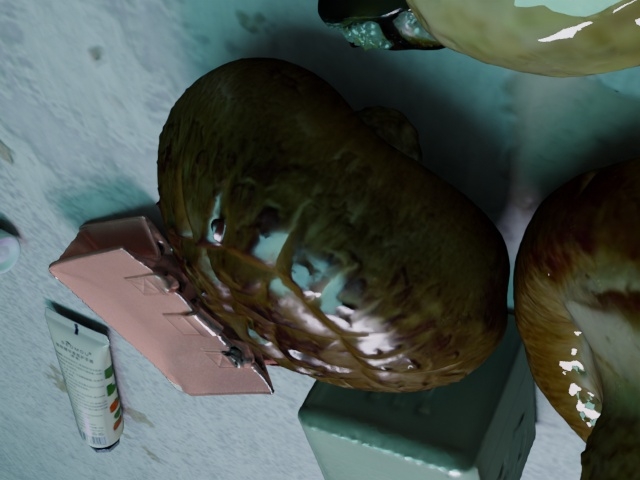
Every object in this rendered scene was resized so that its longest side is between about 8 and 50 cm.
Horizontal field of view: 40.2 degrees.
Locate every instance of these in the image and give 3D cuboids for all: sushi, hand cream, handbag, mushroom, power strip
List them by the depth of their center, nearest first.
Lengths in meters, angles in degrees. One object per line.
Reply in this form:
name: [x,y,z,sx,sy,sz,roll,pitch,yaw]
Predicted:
mushroom: [0.205,0.072,0.463,0.267,0.254,0.267,13,113,33]
sushi: [0.043,-0.126,0.476,0.083,0.044,0.046,4,159,38]
mushroom: [0.000,0.000,0.560,0.253,0.153,0.253,35,159,15]
power strip: [0.089,0.164,0.707,0.139,0.140,0.224,11,142,25]
handbag: [-0.143,0.067,0.840,0.157,0.059,0.212,-10,130,46]
hand cream: [-0.404,-0.015,0.961,0.174,0.047,0.076,23,147,29]
hand cream: [-0.293,0.186,1.121,0.095,0.059,0.276,23,140,15]

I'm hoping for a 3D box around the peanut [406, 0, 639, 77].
peanut: [0.137,-0.130,0.321,0.274,0.111,0.125,-7,126,43]
